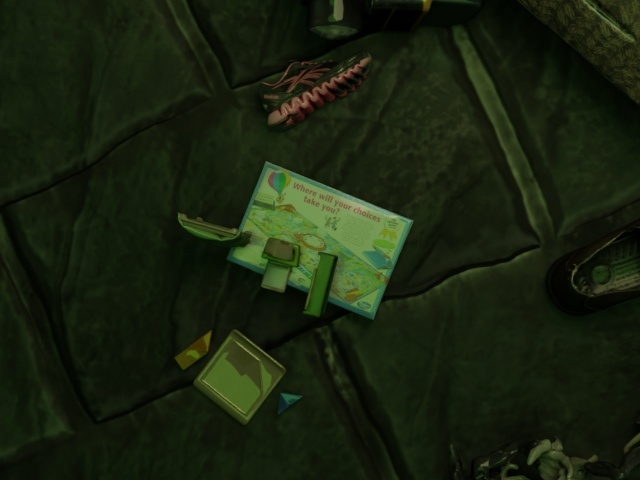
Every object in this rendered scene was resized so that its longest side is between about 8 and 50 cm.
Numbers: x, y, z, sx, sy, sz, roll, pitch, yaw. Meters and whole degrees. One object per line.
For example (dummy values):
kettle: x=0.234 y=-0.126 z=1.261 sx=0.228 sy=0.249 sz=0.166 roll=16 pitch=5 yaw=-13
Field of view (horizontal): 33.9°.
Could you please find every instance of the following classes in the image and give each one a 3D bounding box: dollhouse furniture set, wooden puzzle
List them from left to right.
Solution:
wooden puzzle: x=-0.080 y=0.133 z=1.027 sx=0.116 sy=0.014 sz=0.078 roll=44 pitch=98 yaw=6
dollhouse furniture set: x=-0.063 y=0.022 z=0.968 sx=0.152 sy=0.076 sz=0.058 roll=15 pitch=90 yaw=6

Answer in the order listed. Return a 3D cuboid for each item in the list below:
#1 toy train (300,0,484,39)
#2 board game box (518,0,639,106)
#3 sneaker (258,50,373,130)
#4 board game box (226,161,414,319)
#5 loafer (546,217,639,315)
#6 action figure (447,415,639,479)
toy train: x=0.064 y=-0.347 z=0.970 sx=0.190 sy=0.142 sz=0.334 roll=4 pitch=87 yaw=-6
board game box: x=0.318 y=-0.283 z=0.884 sx=0.232 sy=0.141 sz=0.291 roll=42 pitch=73 yaw=6
sneaker: x=-0.008 y=-0.157 z=1.014 sx=0.119 sy=0.047 sz=0.057 roll=-29 pitch=74 yaw=4
board game box: x=0.000 y=0.000 z=1.014 sx=0.154 sy=0.026 sz=0.103 roll=23 pitch=91 yaw=6
loafer: x=0.314 y=0.010 z=0.952 sx=0.220 sy=0.078 sz=0.080 roll=-28 pitch=86 yaw=5
action figure: x=0.213 y=0.240 z=0.929 sx=0.276 sy=0.141 sz=0.164 roll=-20 pitch=98 yaw=4
